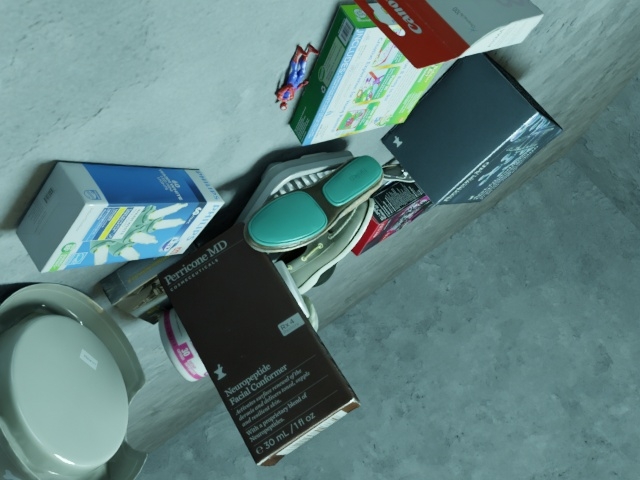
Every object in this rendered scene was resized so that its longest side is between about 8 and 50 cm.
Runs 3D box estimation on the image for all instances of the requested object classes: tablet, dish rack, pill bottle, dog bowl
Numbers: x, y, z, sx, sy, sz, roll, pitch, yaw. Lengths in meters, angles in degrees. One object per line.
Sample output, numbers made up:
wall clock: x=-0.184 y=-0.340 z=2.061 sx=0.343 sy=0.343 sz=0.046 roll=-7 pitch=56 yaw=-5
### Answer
tablet: x=0.184 y=-0.149 z=1.600 sx=0.083 sy=0.006 sz=0.054 roll=-40 pitch=165 yaw=12
dish rack: x=-0.073 y=-0.069 z=1.156 sx=0.285 sy=0.072 sz=0.333 roll=-19 pitch=156 yaw=-47
pill bottle: x=-0.178 y=0.163 z=1.143 sx=0.283 sy=0.160 sz=0.160 roll=-27 pitch=164 yaw=-1
dog bowl: x=-0.414 y=0.244 z=0.854 sx=0.102 sy=0.349 sz=0.349 roll=-26 pitch=166 yaw=9

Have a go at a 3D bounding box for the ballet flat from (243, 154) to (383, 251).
ballet flat: x=-0.009 y=-0.054 z=1.034 sx=0.316 sy=0.107 sz=0.106 roll=-29 pitch=169 yaw=-24

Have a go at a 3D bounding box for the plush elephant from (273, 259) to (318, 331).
plush elephant: x=-0.157 y=0.200 z=1.379 sx=0.330 sy=0.255 sz=0.272 roll=-29 pitch=167 yaw=-35

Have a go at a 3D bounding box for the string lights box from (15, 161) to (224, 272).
string lights box: x=-0.278 y=-0.037 z=0.791 sx=0.133 sy=0.077 sz=0.260 roll=-46 pitch=162 yaw=25

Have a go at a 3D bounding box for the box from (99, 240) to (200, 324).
box: x=-0.310 y=0.080 z=1.096 sx=0.183 sy=0.056 sz=0.231 roll=-35 pitch=164 yaw=-9

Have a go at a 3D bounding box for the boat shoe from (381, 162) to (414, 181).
boat shoe: x=0.216 y=-0.181 z=1.420 sx=0.125 sy=0.046 sz=0.038 roll=4 pitch=163 yaw=21

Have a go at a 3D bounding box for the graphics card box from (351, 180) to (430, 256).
graphics card box: x=0.252 y=-0.111 z=1.684 sx=0.371 sy=0.094 sz=0.233 roll=-32 pitch=165 yaw=-25

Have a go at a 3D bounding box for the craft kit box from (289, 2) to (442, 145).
craft kit box: x=0.095 y=-0.279 z=0.907 sx=0.247 sy=0.061 sz=0.250 roll=-16 pitch=156 yaw=-31

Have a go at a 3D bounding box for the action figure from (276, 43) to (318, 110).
action figure: x=-0.039 y=-0.241 z=0.822 sx=0.038 sy=0.030 sz=0.115 roll=-31 pitch=166 yaw=-39

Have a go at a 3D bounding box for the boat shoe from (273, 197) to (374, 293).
boat shoe: x=0.000 y=0.003 z=1.194 sx=0.305 sy=0.091 sz=0.109 roll=-47 pitch=-159 yaw=33

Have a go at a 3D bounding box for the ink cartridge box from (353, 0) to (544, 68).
ink cartridge box: x=0.156 y=-0.322 z=0.710 sx=0.232 sy=0.189 sz=0.066 roll=-23 pitch=159 yaw=-39

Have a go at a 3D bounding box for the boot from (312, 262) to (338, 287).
boot: x=0.037 y=-0.018 z=1.384 sx=0.263 sy=0.091 sz=0.229 roll=-52 pitch=-174 yaw=30

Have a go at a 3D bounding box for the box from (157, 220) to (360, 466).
box: x=-0.110 y=0.176 z=0.970 sx=0.191 sy=0.381 sz=0.143 roll=-34 pitch=158 yaw=-4

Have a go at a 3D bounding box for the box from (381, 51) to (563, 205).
box: x=0.388 y=-0.261 z=1.344 sx=0.293 sy=0.212 sz=0.395 roll=-44 pitch=162 yaw=27
